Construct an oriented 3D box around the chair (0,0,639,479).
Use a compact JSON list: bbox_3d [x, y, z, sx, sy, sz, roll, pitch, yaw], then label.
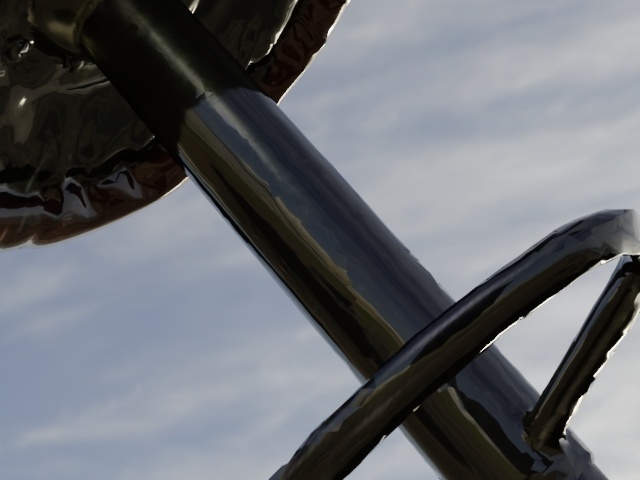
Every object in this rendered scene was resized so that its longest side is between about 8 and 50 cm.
[{"bbox_3d":[0.000,0.000,0.452,0.227,0.401,0.226,-30,-30,-19],"label":"chair"}]
